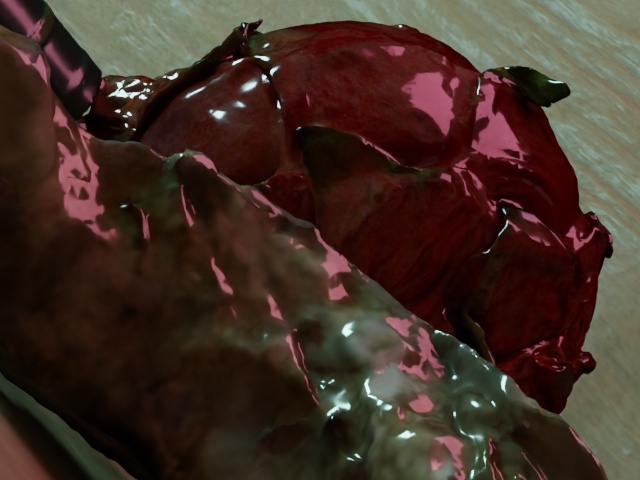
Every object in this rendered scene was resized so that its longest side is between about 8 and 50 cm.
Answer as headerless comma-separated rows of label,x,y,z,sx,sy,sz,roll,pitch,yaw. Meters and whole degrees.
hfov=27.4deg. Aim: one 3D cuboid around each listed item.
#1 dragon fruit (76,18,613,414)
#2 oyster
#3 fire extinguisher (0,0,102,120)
dragon fruit,0.000,0.000,0.663,0.299,0.244,0.244,28,-9,11
oyster,0.014,0.118,0.402,0.396,0.111,0.204,49,-22,15
fire extinguisher,-0.228,-0.159,0.606,0.118,0.093,0.294,2,-42,49
